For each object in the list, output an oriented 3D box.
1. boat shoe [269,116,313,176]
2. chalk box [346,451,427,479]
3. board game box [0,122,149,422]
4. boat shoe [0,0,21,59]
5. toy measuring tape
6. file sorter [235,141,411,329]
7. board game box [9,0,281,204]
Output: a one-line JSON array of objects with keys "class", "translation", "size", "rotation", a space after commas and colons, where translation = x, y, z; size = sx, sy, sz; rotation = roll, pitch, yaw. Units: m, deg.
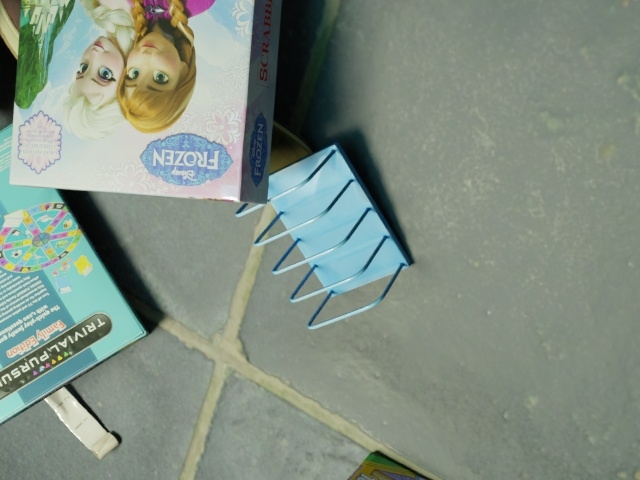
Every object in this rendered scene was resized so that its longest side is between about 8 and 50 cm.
[{"class": "boat shoe", "translation": [-0.104, -0.148, 1.207], "size": [0.223, 0.073, 0.080], "rotation": [24, 131, 1]}, {"class": "chalk box", "translation": [0.112, 0.378, 1.213], "size": [0.213, 0.132, 0.132], "rotation": [24, 116, 21]}, {"class": "board game box", "translation": [-0.428, 0.051, 1.363], "size": [0.253, 0.079, 0.336], "rotation": [-31, 88, -8]}, {"class": "boat shoe", "translation": [-0.292, -0.220, 1.282], "size": [0.123, 0.123, 0.342], "rotation": [-40, 71, 2]}, {"class": "toy measuring tape", "translation": [-0.407, 0.175, 1.450], "size": [0.330, 0.121, 0.121], "rotation": [48, 122, 3]}, {"class": "file sorter", "translation": [0.000, 0.000, 1.156], "size": [0.118, 0.104, 0.170], "rotation": [-23, 107, 33]}, {"class": "board game box", "translation": [-0.198, -0.208, 1.127], "size": [0.318, 0.066, 0.318], "rotation": [4, 92, 26]}]
